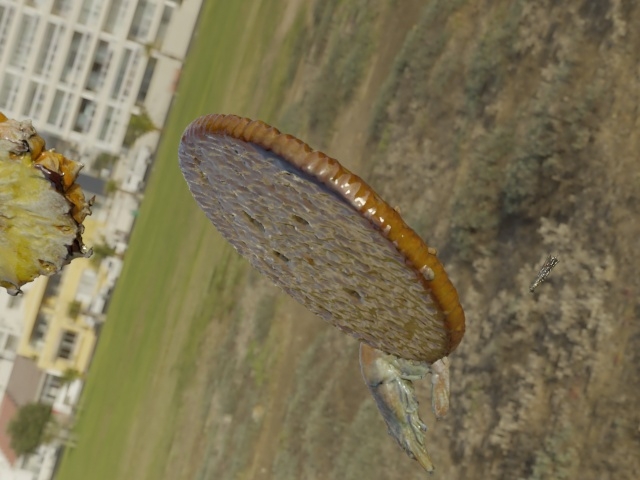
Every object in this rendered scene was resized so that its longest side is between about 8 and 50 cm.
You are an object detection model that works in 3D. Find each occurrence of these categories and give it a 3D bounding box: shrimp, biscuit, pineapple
[{"bbox_3d":[0.128,0.210,1.421,0.126,0.224,0.047,-18,8,28],"label":"shrimp"},{"bbox_3d":[0.000,0.000,0.907,0.038,0.305,0.305,-51,4,-19],"label":"biscuit"},{"bbox_3d":[-0.281,-0.034,0.812,0.221,0.221,0.047,119,162,-45],"label":"pineapple"}]

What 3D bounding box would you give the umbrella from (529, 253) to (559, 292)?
[{"bbox_3d":[0.360,0.052,1.688,0.083,0.020,0.031,-55,-5,-18],"label":"umbrella"}]
